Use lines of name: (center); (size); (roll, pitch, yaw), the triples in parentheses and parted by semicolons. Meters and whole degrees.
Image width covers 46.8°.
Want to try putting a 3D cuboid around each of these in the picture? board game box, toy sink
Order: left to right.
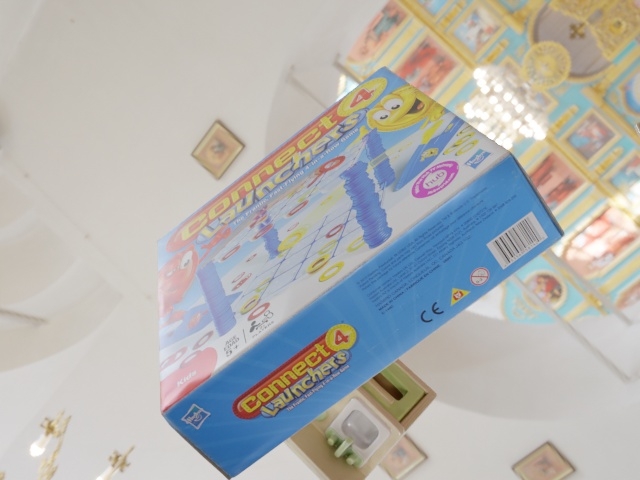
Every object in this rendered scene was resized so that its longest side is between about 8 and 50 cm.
board game box: (0.000, 0.000, 0.652); (0.086, 0.308, 0.302); (50, -175, -27)
toy sink: (0.070, 0.289, 1.239); (0.153, 0.131, 0.234); (42, -150, 16)

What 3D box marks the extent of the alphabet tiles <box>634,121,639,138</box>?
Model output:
alphabet tiles: (0.585, -0.122, 0.903); (0.011, 0.342, 0.285); (57, -163, -68)
